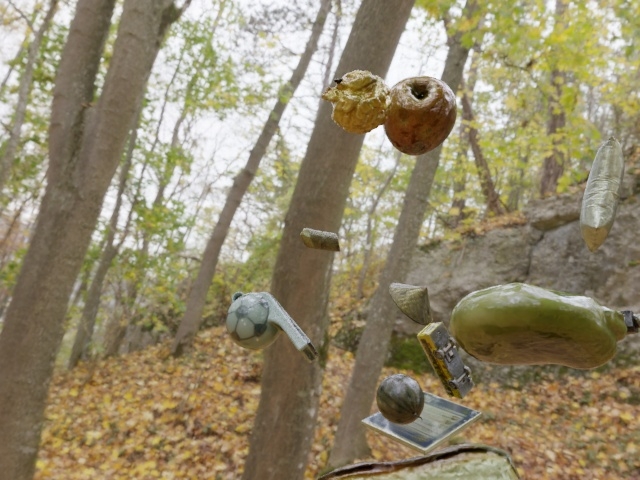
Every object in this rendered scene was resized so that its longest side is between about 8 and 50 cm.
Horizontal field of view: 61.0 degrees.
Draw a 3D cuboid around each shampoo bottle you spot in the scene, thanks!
[{"bbox_3d":[0.709,0.202,1.301,0.208,0.057,0.063,-16,-32,35],"label":"shampoo bottle"}]

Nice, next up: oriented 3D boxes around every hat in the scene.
[{"bbox_3d":[0.254,0.143,1.410,0.146,0.067,0.146,31,27,-17],"label":"hat"}]

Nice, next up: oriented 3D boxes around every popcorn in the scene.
[{"bbox_3d":[0.094,-0.352,1.377,0.180,0.180,0.170,10,-40,39],"label":"popcorn"}]

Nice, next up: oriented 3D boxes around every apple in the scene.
[{"bbox_3d":[0.290,-0.361,1.597,0.237,0.236,0.207,17,-36,15],"label":"apple"}]

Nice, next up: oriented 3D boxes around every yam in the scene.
[{"bbox_3d":[0.000,0.000,1.905,0.147,0.069,0.069,9,-11,-2],"label":"yam"}]

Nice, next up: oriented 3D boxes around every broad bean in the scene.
[{"bbox_3d":[0.365,0.151,0.928,0.291,0.119,0.238,9,-23,-7],"label":"broad bean"}]

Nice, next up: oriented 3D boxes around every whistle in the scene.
[{"bbox_3d":[-0.150,0.230,1.399,0.289,0.163,0.163,46,6,35],"label":"whistle"}]

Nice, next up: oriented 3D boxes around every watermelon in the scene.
[{"bbox_3d":[0.180,0.351,1.178,0.105,0.105,0.133,27,8,-33],"label":"watermelon"}]

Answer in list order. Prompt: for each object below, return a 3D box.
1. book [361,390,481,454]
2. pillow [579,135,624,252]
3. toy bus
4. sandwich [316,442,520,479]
[{"bbox_3d":[0.307,0.537,1.632,0.228,0.018,0.323,10,12,44],"label":"book"},{"bbox_3d":[0.686,-0.111,1.322,0.078,0.253,0.144,13,-15,22],"label":"pillow"},{"bbox_3d":[0.368,0.353,1.590,0.074,0.081,0.226,-15,-72,54],"label":"toy bus"},{"bbox_3d":[0.140,0.425,0.719,0.301,0.271,0.099,-11,-35,4],"label":"sandwich"}]
